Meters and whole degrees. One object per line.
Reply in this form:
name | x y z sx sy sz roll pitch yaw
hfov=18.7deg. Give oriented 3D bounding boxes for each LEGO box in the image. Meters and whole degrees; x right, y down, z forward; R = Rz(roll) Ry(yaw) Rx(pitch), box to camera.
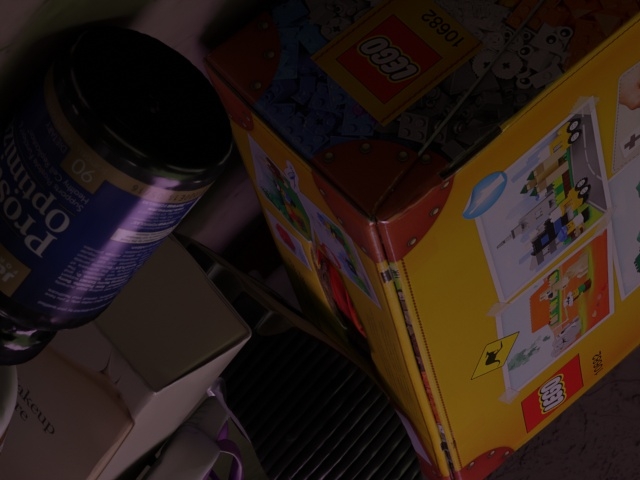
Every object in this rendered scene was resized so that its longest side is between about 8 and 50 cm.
LEGO box | 0.155 -0.060 1.538 0.372 0.193 0.500 -39 151 -12

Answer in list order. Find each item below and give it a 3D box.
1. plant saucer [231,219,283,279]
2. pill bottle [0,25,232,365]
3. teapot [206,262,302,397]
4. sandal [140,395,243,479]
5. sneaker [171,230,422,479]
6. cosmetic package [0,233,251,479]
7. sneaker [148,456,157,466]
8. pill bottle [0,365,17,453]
plant saucer | 0.000 0.000 2.037 0.259 0.048 0.258 -27 163 -46
pill bottle | -0.160 -0.021 1.220 0.219 0.123 0.123 -48 167 33
teapot | -0.008 0.101 1.893 0.256 0.187 0.252 -52 180 5
sandal | -0.118 0.240 1.744 0.169 0.102 0.416 -53 179 1
sneaker | -0.035 0.109 1.619 0.122 0.330 0.146 -45 174 6
cosmetic package | -0.197 0.114 1.544 0.113 0.160 0.309 -31 165 -41
sneaker | -0.287 0.255 1.897 0.300 0.121 0.111 -43 168 15
pill bottle | -0.293 0.138 1.388 0.131 0.131 0.229 -34 168 -27
